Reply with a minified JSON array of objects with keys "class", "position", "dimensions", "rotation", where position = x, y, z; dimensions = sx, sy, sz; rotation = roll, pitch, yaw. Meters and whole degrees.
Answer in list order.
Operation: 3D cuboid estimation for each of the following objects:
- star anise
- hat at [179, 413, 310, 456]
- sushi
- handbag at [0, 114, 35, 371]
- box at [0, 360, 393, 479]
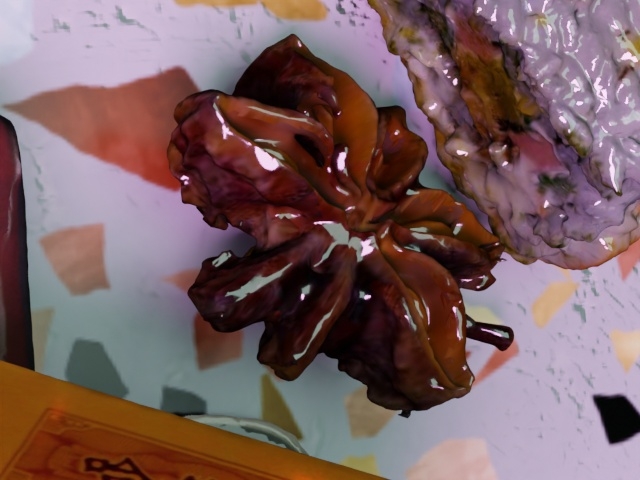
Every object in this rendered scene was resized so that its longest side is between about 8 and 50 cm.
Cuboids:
[{"class":"star anise","position":[0.000,0.000,0.875],"dimensions":[0.220,0.126,0.190],"rotation":[61,29,2]},{"class":"hat","position":[-0.057,0.205,0.825],"dimensions":[0.161,0.232,0.275],"rotation":[-42,92,8]},{"class":"sushi","position":[0.124,-0.120,0.905],"dimensions":[0.139,0.184,0.274],"rotation":[-35,99,-21]},{"class":"handbag","position":[-0.235,0.057,0.754],"dimensions":[0.181,0.181,0.254],"rotation":[-2,86,-25]},{"class":"box","position":[-0.088,0.273,0.685],"dimensions":[0.264,0.116,0.415],"rotation":[15,118,4]}]
